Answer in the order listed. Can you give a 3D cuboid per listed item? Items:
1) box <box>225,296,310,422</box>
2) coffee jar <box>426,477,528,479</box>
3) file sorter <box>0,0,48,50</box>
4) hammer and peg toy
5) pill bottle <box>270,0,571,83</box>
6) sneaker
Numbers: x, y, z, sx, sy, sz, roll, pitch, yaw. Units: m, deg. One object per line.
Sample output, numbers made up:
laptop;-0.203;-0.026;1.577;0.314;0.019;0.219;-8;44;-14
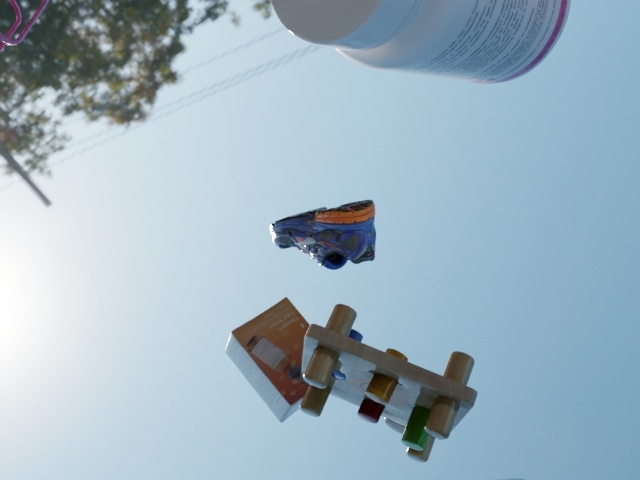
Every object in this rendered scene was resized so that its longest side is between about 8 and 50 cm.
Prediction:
box;-0.066;0.212;1.550;0.130;0.170;0.091;-33;162;-29
coffee jar;0.213;0.361;1.151;0.096;0.185;0.079;12;-85;63
file sorter;-0.582;-0.335;1.287;0.291;0.182;0.202;-22;-145;22
hammer and peg toy;0.082;0.240;1.350;0.266;0.361;0.127;22;-113;6
pill bottle;0.094;-0.228;0.775;0.160;0.160;0.283;-5;-179;40
sneaker;0.000;0.000;1.195;0.083;0.087;0.221;-15;-175;-30
